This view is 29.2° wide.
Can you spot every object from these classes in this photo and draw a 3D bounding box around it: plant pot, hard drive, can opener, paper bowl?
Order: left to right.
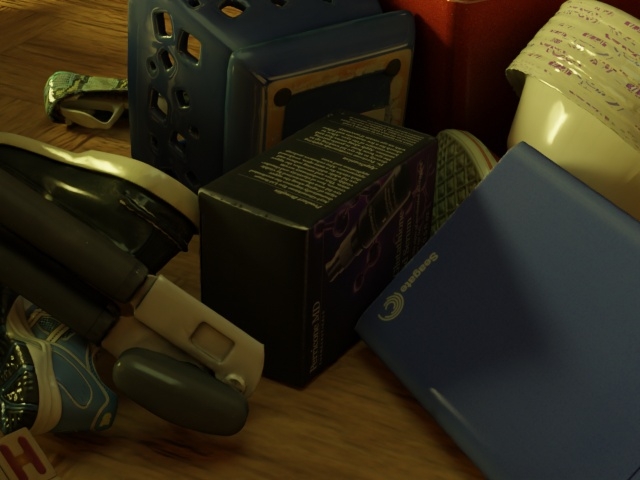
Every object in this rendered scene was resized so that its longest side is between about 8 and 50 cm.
[{"bbox_3d":[-0.166,0.043,0.901,0.283,0.076,0.095,35,12,-7],"label":"can opener"},{"bbox_3d":[-0.041,-0.147,1.219,0.236,0.236,0.212,-19,42,-30],"label":"plant pot"},{"bbox_3d":[0.173,-0.201,1.306,0.267,0.236,0.267,-14,34,-25],"label":"plant pot"},{"bbox_3d":[0.175,0.076,0.896,0.210,0.040,0.319,-49,40,4],"label":"hard drive"},{"bbox_3d":[0.280,-0.071,1.093,0.148,0.284,0.284,-48,39,4],"label":"paper bowl"}]

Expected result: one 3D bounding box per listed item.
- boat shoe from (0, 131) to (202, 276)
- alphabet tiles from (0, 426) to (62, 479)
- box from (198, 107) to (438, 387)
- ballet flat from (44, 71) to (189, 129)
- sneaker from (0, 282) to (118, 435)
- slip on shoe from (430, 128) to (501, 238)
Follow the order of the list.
[{"bbox_3d":[-0.232,-0.012,1.079,0.340,0.127,0.113,13,68,43],"label":"boat shoe"},{"bbox_3d":[-0.213,0.190,0.702,0.198,0.009,0.237,54,26,8],"label":"alphabet tiles"},{"bbox_3d":[0.000,0.000,1.035,0.108,0.153,0.207,20,36,28],"label":"box"},{"bbox_3d":[-0.219,-0.149,1.385,0.188,0.070,0.070,2,30,5],"label":"ballet flat"},{"bbox_3d":[-0.219,0.091,0.963,0.081,0.080,0.211,13,22,-29],"label":"sneaker"},{"bbox_3d":[0.178,0.008,1.080,0.101,0.123,0.331,4,29,-28],"label":"slip on shoe"}]
